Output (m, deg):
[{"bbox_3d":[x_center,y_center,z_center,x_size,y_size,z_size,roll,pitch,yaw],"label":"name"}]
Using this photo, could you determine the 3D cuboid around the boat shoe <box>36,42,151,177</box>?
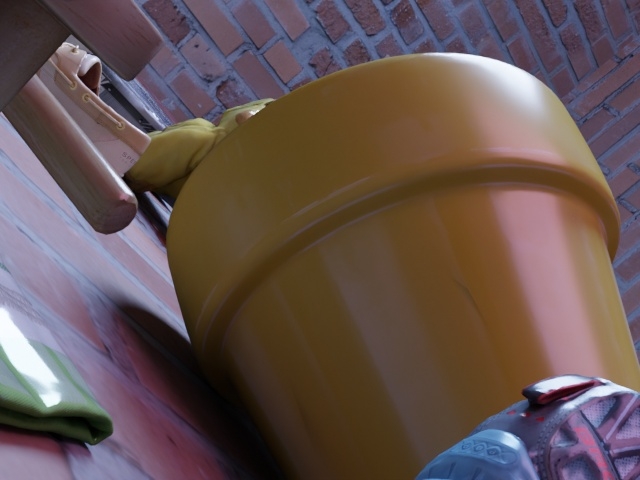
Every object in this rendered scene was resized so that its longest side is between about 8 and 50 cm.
[{"bbox_3d":[-0.191,-0.119,0.845,0.170,0.059,0.063,51,0,10],"label":"boat shoe"}]

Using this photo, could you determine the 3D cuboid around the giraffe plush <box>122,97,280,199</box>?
[{"bbox_3d":[-0.064,-0.033,0.990,0.181,0.210,0.170,-33,109,-60],"label":"giraffe plush"}]

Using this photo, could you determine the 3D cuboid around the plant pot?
[{"bbox_3d":[0.064,0.070,0.598,0.254,0.254,0.239,50,17,-56],"label":"plant pot"}]

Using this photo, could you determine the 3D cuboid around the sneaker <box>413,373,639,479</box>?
[{"bbox_3d":[0.121,0.166,0.429,0.104,0.125,0.261,13,-48,45],"label":"sneaker"}]

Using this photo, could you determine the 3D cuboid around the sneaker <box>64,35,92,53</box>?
[{"bbox_3d":[-0.247,-0.255,0.895,0.232,0.115,0.090,26,22,-37],"label":"sneaker"}]

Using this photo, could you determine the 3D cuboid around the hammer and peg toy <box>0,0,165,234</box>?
[{"bbox_3d":[-0.156,-0.153,0.362,0.266,0.127,0.361,42,-2,14],"label":"hammer and peg toy"}]

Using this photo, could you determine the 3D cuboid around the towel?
[{"bbox_3d":[-0.123,-0.005,0.344,0.152,0.023,0.113,51,1,19],"label":"towel"}]

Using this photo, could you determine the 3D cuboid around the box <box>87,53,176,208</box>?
[{"bbox_3d":[-0.222,-0.155,1.109,0.183,0.056,0.231,50,0,40],"label":"box"}]
